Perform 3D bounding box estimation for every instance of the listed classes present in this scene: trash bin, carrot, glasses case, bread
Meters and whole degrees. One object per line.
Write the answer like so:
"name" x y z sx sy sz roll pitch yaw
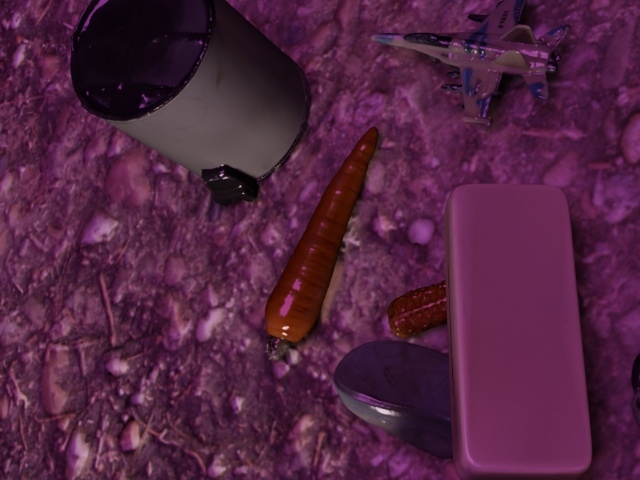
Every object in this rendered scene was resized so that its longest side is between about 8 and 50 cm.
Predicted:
"trash bin" -0.167 -0.214 1.449 0.217 0.262 0.277 -11 70 24
"carrot" 0.000 0.000 1.416 0.069 0.069 0.336 18 81 30
"glasses case" 0.215 0.100 1.217 0.144 0.076 0.336 2 66 -1
"bread" 0.153 0.072 1.324 0.157 0.044 0.052 -24 60 19

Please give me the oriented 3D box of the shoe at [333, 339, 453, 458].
"shoe" 0.137 0.197 1.270 0.251 0.100 0.103 15 53 12

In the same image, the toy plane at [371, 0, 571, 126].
"toy plane" 0.184 -0.239 1.385 0.262 0.088 0.192 12 75 40

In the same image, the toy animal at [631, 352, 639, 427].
"toy animal" 0.379 0.214 1.142 0.176 0.073 0.217 -64 34 39
